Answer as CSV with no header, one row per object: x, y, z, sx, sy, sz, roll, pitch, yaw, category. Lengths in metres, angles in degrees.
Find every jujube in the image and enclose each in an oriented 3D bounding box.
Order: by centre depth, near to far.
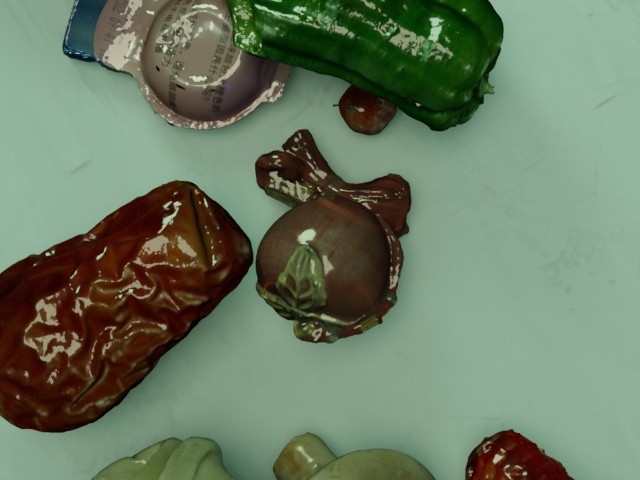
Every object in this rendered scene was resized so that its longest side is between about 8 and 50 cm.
-0.236,0.071,1.425,0.342,0.216,0.216,-34,82,5,jujube

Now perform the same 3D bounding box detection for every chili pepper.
0.036,-0.274,1.415,0.385,0.213,0.167,32,123,11,chili pepper

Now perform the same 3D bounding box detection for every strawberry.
0.232,0.323,1.364,0.205,0.205,0.244,-28,69,4,strawberry

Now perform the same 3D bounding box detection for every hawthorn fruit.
0.047,-0.156,1.463,0.066,0.103,0.067,1,92,25,hawthorn fruit

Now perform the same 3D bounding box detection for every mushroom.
0.025,0.318,1.393,0.209,0.206,0.206,8,86,30,mushroom

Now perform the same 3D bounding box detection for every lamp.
-0.004,0.009,1.445,0.215,0.151,0.223,25,46,3,lamp

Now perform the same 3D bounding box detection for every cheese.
-0.171,-0.232,1.512,0.286,0.074,0.189,14,87,12,cheese

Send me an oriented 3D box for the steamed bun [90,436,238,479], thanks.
-0.188,0.377,1.324,0.219,0.324,0.310,11,107,-33,steamed bun
